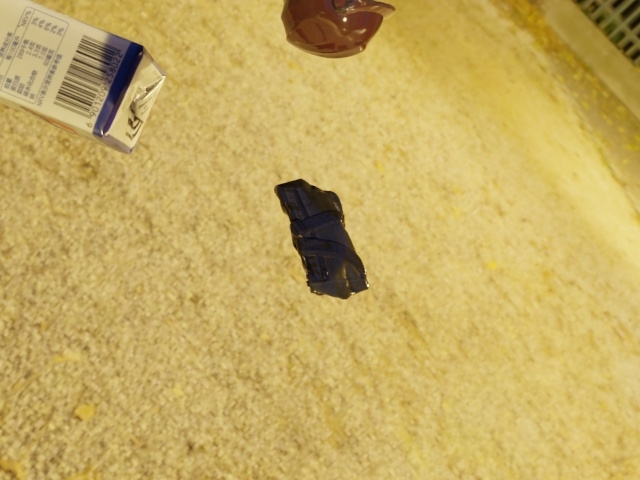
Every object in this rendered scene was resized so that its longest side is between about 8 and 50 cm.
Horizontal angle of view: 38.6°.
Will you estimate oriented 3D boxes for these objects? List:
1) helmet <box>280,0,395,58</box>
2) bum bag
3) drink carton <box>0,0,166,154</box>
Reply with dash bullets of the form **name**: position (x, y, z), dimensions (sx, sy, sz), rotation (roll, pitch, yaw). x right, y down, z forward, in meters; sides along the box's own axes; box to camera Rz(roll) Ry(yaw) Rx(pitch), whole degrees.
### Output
- **helmet**: position (0.013, -0.233, 0.992), dimensions (0.123, 0.070, 0.098), rotation (17, 3, 11)
- **bum bag**: position (0.000, 0.000, 1.118), dimensions (0.087, 0.049, 0.197), rotation (0, 47, -23)
- **drink carton**: position (-0.333, -0.199, 0.951), dimensions (0.315, 0.106, 0.130), rotation (22, -3, 2)
